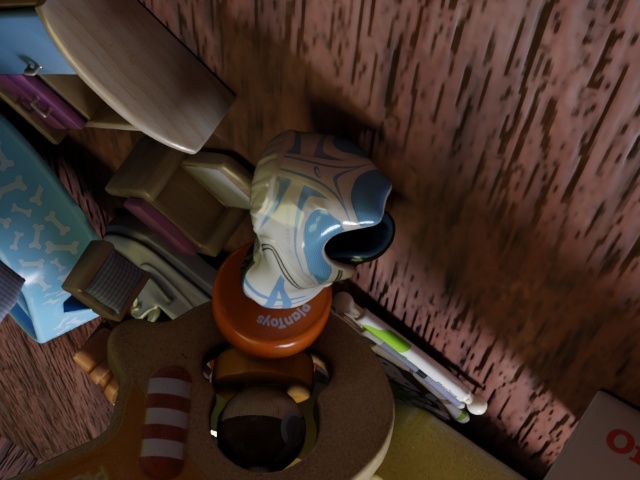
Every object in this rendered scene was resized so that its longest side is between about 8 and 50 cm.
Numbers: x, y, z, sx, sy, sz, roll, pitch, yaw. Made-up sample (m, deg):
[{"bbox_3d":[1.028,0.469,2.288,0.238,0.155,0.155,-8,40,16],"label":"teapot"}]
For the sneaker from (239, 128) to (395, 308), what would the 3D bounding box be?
[{"bbox_3d":[0.000,0.000,1.121,0.086,0.085,0.237,24,166,5],"label":"sneaker"}]

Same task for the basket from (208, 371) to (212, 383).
[{"bbox_3d":[-0.054,0.207,1.764,0.113,0.103,0.167,22,159,31],"label":"basket"}]

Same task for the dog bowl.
[{"bbox_3d":[-0.253,-0.002,1.521,0.166,0.074,0.297,49,166,9],"label":"dog bowl"}]

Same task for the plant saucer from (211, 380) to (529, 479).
[{"bbox_3d":[0.079,0.210,1.522,0.333,0.081,0.333,36,164,-31],"label":"plant saucer"}]

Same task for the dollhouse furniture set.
[{"bbox_3d":[-0.200,0.012,1.137,0.286,0.303,0.198,43,162,-29],"label":"dollhouse furniture set"}]

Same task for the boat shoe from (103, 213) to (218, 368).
[{"bbox_3d":[-0.118,0.048,1.449,0.226,0.076,0.083,28,161,45],"label":"boat shoe"}]

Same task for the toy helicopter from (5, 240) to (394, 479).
[{"bbox_3d":[-0.111,0.168,1.245,0.235,0.355,0.140,63,165,18],"label":"toy helicopter"}]

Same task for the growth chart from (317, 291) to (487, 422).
[{"bbox_3d":[0.041,0.097,1.424,0.172,0.021,0.237,37,164,-13],"label":"growth chart"}]

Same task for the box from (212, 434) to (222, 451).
[{"bbox_3d":[-0.059,0.232,1.383,0.183,0.056,0.231,27,-166,6],"label":"box"}]

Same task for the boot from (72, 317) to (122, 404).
[{"bbox_3d":[-0.188,0.162,1.820,0.152,0.073,0.197,44,-164,-10],"label":"boot"}]

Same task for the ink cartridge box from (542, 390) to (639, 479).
[{"bbox_3d":[0.195,0.265,1.166,0.198,0.273,0.115,29,160,15],"label":"ink cartridge box"}]
